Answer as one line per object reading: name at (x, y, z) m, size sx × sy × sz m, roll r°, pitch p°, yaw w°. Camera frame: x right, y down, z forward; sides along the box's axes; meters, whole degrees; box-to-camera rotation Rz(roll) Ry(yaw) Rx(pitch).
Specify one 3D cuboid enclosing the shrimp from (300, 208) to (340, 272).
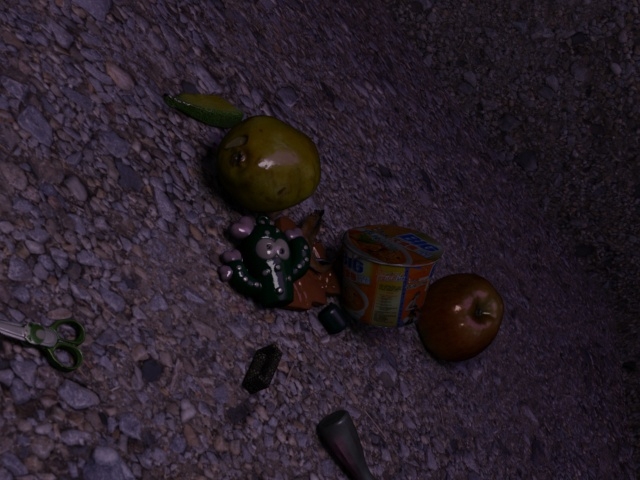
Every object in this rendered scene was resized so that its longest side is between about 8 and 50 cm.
shrimp at (0.000, 0.000, 2.027) m, size 0.152 × 0.046 × 0.219 m, roll 45°, pitch 36°, yaw -20°

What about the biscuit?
biscuit at (-0.054, 0.086, 1.969) m, size 0.284 × 0.043 × 0.306 m, roll 51°, pitch 34°, yaw -15°

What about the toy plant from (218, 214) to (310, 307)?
toy plant at (-0.134, 0.047, 1.820) m, size 0.233 × 0.113 × 0.243 m, roll 25°, pitch 59°, yaw -23°

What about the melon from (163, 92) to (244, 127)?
melon at (-0.314, -0.369, 1.950) m, size 0.262 × 0.053 × 0.113 m, roll 2°, pitch 57°, yaw -53°

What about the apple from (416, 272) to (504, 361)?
apple at (0.468, 0.244, 2.373) m, size 0.277 × 0.250 × 0.309 m, roll 42°, pitch 40°, yaw -28°

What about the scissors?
scissors at (-0.518, 0.170, 1.296) m, size 0.204 × 0.027 × 0.101 m, roll 29°, pitch 44°, yaw -42°

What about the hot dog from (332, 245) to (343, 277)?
hot dog at (0.069, 0.058, 2.163) m, size 0.062 × 0.038 × 0.144 m, roll 46°, pitch 34°, yaw -17°

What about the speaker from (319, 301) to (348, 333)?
speaker at (0.034, 0.213, 1.997) m, size 0.075 × 0.060 × 0.094 m, roll 55°, pitch -2°, yaw -10°

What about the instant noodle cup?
instant noodle cup at (0.190, 0.103, 2.043) m, size 0.296 × 0.297 × 0.213 m, roll -33°, pitch 133°, yaw -57°

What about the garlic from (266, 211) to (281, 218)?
garlic at (-0.126, -0.086, 1.989) m, size 0.041 × 0.053 × 0.083 m, roll 54°, pitch 25°, yaw -8°

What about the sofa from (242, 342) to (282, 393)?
sofa at (-0.135, 0.299, 1.688) m, size 0.039 × 0.060 × 0.118 m, roll 52°, pitch 34°, yaw -21°

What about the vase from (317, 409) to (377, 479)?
vase at (0.077, 0.534, 1.791) m, size 0.214 × 0.086 × 0.086 m, roll 63°, pitch 33°, yaw -7°

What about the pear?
pear at (-0.134, -0.197, 1.882) m, size 0.269 × 0.269 × 0.321 m, roll 64°, pitch 20°, yaw 3°
